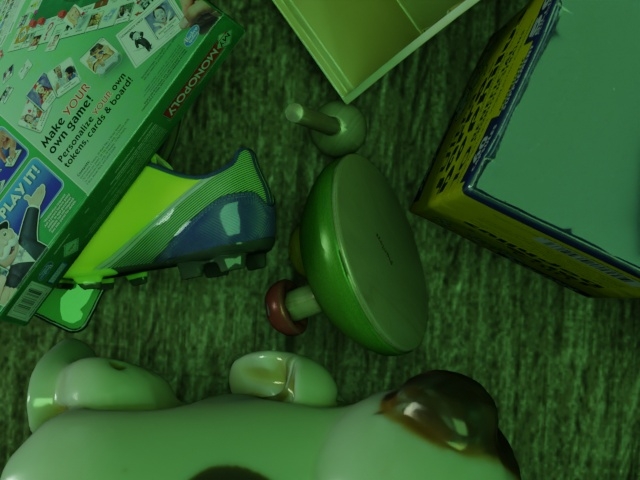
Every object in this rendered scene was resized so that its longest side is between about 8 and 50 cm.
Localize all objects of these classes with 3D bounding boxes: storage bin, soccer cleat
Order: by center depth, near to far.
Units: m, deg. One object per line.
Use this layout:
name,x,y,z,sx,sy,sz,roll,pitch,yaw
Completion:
storage bin,0.051,-0.299,1.523,0.123,0.262,0.260,-37,91,-37
soccer cleat,-0.173,-0.020,1.558,0.289,0.093,0.121,-6,87,21

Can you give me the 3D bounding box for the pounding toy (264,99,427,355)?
pounding toy,0.000,0.000,1.586,0.110,0.183,0.237,-18,89,22

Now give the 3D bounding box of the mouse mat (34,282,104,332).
mouse mat,-0.245,-0.028,1.632,0.152,0.007,0.190,27,85,-3

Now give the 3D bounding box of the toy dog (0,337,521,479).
toy dog,-0.039,0.208,1.458,0.408,0.395,0.284,-1,79,5

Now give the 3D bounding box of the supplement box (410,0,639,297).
supplement box,0.219,-0.076,1.490,0.195,0.356,0.194,26,86,-3

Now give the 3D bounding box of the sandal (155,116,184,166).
sandal,-0.143,-0.185,1.596,0.120,0.086,0.303,15,94,30

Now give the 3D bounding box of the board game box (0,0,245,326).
board game box,-0.236,-0.115,1.535,0.213,0.046,0.317,41,96,28
